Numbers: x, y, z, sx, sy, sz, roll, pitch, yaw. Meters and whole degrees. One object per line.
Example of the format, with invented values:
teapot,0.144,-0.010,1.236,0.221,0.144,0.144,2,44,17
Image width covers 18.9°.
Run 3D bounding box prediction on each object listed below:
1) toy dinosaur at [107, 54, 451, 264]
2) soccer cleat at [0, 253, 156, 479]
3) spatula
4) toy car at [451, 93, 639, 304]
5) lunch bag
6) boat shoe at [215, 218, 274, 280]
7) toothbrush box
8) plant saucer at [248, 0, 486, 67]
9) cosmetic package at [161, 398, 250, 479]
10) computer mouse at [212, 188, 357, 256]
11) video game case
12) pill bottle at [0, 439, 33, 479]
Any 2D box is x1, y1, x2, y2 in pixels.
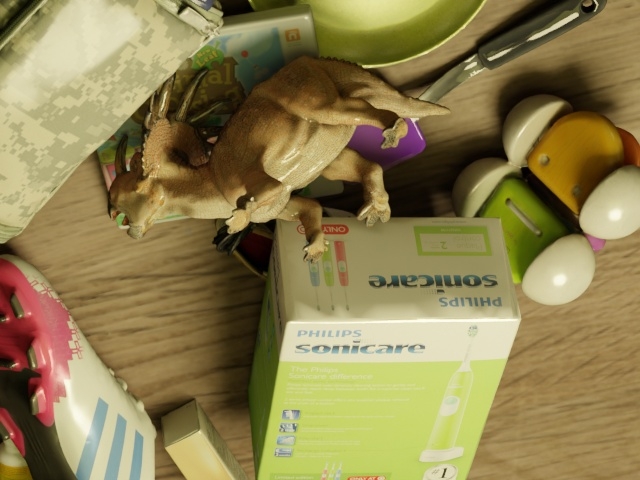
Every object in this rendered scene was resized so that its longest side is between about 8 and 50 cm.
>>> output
toy dinosaur,-0.041,-0.093,1.642,0.295,0.200,0.127,-32,145,-11
soccer cleat,-0.233,0.157,1.817,0.116,0.143,0.331,-5,106,41
spatula,0.128,-0.150,1.743,0.296,0.030,0.084,-32,115,8
toy car,0.225,-0.035,1.771,0.182,0.159,0.136,-52,150,17
lunch bag,-0.256,-0.173,1.561,0.256,0.212,0.305,40,104,-20
boat shoe,-0.042,0.020,1.797,0.135,0.045,0.050,33,108,-23
toothbrush box,0.049,0.110,1.760,0.206,0.122,0.283,0,143,-8
plant saucer,0.043,-0.268,1.665,0.241,0.037,0.241,-4,117,-7
cosmetic package,-0.110,0.220,1.884,0.041,0.060,0.115,-28,117,6
computer mouse,0.000,0.000,1.762,0.193,0.042,0.106,28,107,-36
video game case,-0.098,-0.107,1.711,0.212,0.023,0.193,-9,126,3
pill bottle,-0.292,0.221,1.864,0.043,0.043,0.083,-2,118,-8
